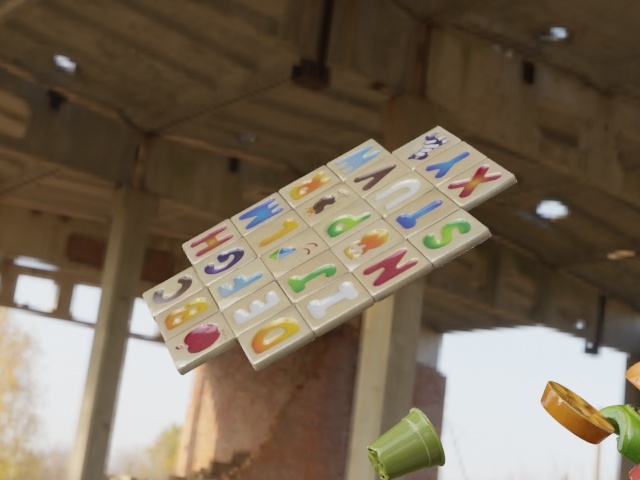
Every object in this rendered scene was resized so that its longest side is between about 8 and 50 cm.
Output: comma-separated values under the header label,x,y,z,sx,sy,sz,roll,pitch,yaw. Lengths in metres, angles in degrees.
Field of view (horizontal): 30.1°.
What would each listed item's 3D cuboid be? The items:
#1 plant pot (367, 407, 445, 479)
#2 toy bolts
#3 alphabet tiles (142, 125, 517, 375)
label,x,y,z,sx,sy,sz,roll,pitch,yaw
plant pot,0.105,0.269,1.524,0.079,0.083,0.083,-25,-7,-17
toy bolts,0.414,0.208,1.461,0.218,0.158,0.228,28,13,-31
alphabet tiles,0.000,0.000,1.107,0.011,0.342,0.285,63,-6,-27
